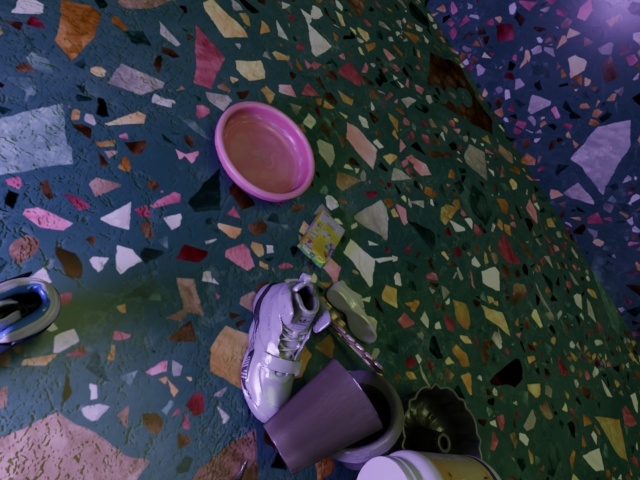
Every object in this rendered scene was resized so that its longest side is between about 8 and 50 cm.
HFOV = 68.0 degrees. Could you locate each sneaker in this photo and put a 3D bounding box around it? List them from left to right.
[{"bbox_3d":[-0.615,0.159,0.807,0.323,0.236,0.130,-27,87,-42],"label":"sneaker"},{"bbox_3d":[-0.087,0.257,1.182,0.138,0.210,0.365,18,59,-30],"label":"sneaker"},{"bbox_3d":[0.112,0.212,1.453,0.212,0.080,0.094,54,36,-2],"label":"sneaker"}]

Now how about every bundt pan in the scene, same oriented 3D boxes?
[{"bbox_3d":[0.319,0.595,1.391,0.331,0.124,0.330,16,60,-30],"label":"bundt pan"}]

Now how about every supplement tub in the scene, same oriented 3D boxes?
[{"bbox_3d":[0.257,0.613,1.099,0.316,0.228,0.228,19,59,-30],"label":"supplement tub"}]

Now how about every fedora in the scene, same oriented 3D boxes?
[{"bbox_3d":[0.100,0.485,1.243,0.244,0.275,0.124,-16,117,-4],"label":"fedora"}]

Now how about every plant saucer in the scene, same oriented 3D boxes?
[{"bbox_3d":[-0.174,-0.262,1.448,0.332,0.084,0.331,17,59,-31],"label":"plant saucer"}]

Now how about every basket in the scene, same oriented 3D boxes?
[{"bbox_3d":[-0.007,0.422,1.115,0.227,0.154,0.204,-29,57,-18],"label":"basket"}]

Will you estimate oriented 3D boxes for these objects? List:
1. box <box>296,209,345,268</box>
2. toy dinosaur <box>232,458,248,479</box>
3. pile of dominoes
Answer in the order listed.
[{"bbox_3d":[0.000,0.000,1.485,0.105,0.043,0.179,43,47,-13],"label":"box"},{"bbox_3d":[-0.206,0.612,0.987,0.160,0.121,0.313,44,53,-31],"label":"toy dinosaur"},{"bbox_3d":[0.090,0.266,1.302,0.251,0.196,0.040,43,78,4],"label":"pile of dominoes"}]
